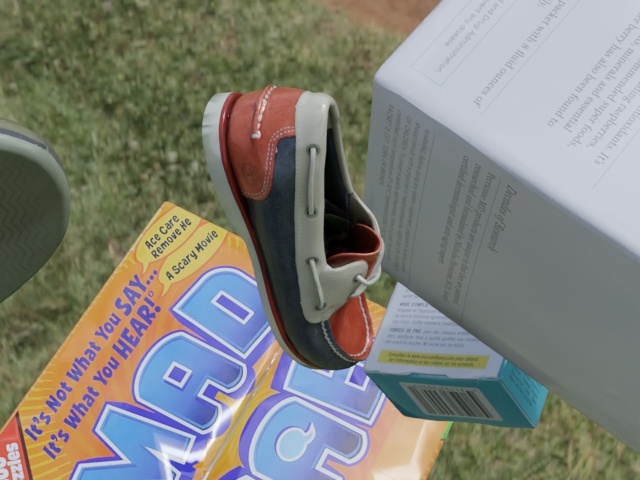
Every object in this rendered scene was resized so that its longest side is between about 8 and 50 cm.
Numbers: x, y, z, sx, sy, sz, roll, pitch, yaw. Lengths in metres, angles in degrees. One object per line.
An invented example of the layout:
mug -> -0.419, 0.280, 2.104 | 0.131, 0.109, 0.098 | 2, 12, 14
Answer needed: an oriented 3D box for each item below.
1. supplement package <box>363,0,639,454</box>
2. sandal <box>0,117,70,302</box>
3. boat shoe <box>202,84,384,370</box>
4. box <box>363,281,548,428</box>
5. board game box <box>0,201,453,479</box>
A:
supplement package -> 0.185, -0.006, 0.606 | 0.293, 0.175, 0.177 | 36, 69, 16
sandal -> -0.238, 0.049, 0.586 | 0.303, 0.120, 0.086 | -30, 48, -20
boat shoe -> 0.000, 0.000, 0.483 | 0.043, 0.137, 0.049 | -3, 46, 19
box -> 0.120, 0.000, 0.889 | 0.101, 0.060, 0.244 | 0, 53, 37
board game box -> -0.102, 0.257, 1.382 | 0.356, 0.356, 0.356 | 26, 55, 7
